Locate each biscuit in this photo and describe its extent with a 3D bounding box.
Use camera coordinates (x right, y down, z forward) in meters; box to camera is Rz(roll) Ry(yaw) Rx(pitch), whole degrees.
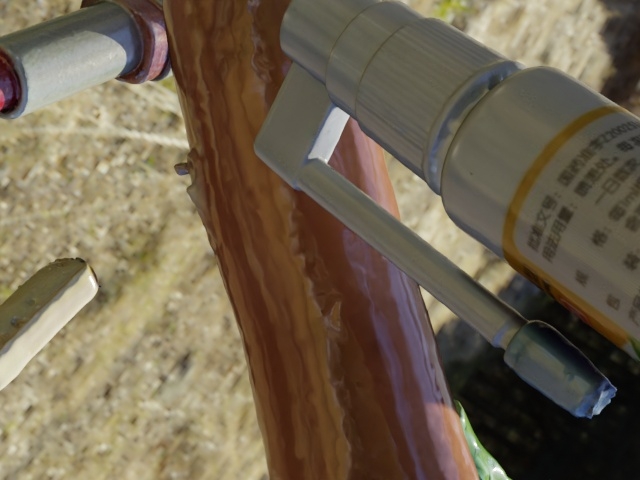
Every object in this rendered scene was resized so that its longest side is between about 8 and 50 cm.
[{"bbox_3d":[-0.304,0.087,1.429,0.188,0.056,0.052,-50,141,-40],"label":"biscuit"}]

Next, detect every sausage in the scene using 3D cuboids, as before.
[{"bbox_3d":[0.000,0.000,0.582,0.094,0.419,0.094,-2,163,-39],"label":"sausage"}]

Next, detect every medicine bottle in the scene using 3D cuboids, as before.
[{"bbox_3d":[0.064,-0.009,0.441,0.061,0.221,0.092,-2,123,-49],"label":"medicine bottle"}]

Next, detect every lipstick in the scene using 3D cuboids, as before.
[{"bbox_3d":[-0.140,-0.100,0.751,0.186,0.063,0.057,-32,148,-47],"label":"lipstick"}]

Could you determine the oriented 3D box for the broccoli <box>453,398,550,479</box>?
[{"bbox_3d":[0.056,0.227,0.824,0.294,0.265,0.245,-38,130,-35],"label":"broccoli"}]
